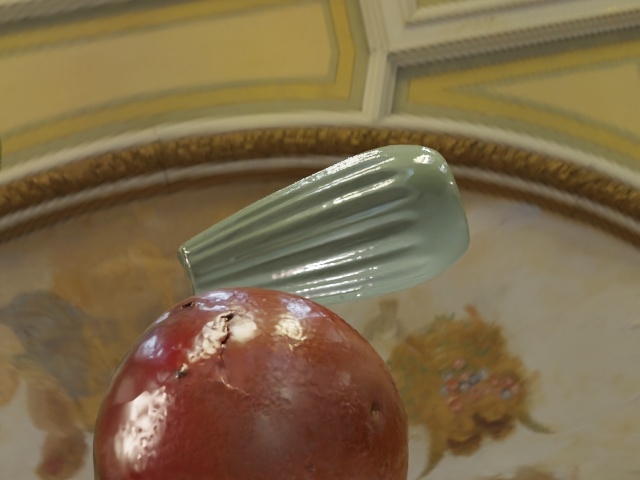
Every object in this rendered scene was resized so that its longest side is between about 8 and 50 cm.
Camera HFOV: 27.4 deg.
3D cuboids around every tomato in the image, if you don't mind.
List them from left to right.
[{"bbox_3d":[-0.051,0.132,0.834,0.184,0.208,0.208,34,-102,-23],"label":"tomato"}]

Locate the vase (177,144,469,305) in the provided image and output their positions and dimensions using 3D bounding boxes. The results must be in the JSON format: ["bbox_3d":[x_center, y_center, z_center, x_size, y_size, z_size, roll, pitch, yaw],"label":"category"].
[{"bbox_3d":[0.000,0.000,1.156,0.248,0.128,0.128,-17,-101,-5],"label":"vase"}]

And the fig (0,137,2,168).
[{"bbox_3d":[-0.424,-0.113,1.340,0.167,0.233,0.167,-11,-118,21],"label":"fig"}]
